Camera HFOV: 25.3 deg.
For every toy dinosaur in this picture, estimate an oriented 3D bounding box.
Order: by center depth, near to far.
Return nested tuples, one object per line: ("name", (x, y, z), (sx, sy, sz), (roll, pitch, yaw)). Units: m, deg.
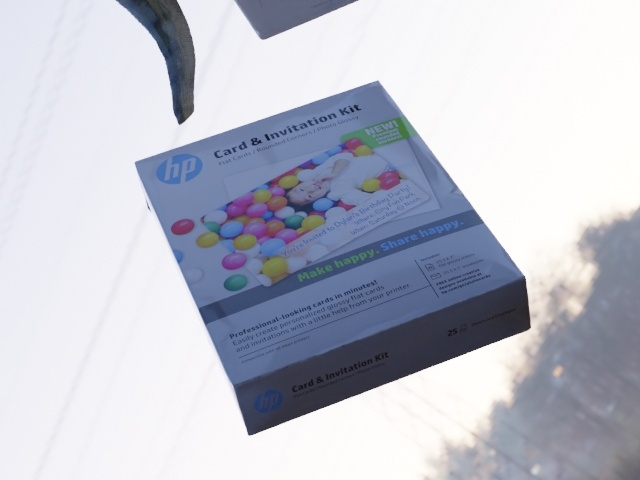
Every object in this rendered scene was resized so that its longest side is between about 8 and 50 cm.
("toy dinosaur", (-0.125, -0.202, 0.826), (0.118, 0.268, 0.064), (-45, -10, 11))

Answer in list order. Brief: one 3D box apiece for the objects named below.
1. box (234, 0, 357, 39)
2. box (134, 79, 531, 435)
("box", (-0.024, -0.249, 0.993), (0.170, 0.130, 0.091), (55, -151, -32))
("box", (0.000, 0.000, 0.715), (0.145, 0.186, 0.038), (-19, -50, -9))
